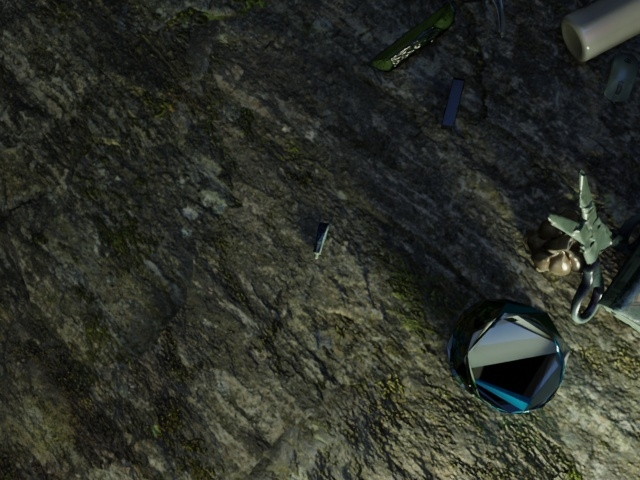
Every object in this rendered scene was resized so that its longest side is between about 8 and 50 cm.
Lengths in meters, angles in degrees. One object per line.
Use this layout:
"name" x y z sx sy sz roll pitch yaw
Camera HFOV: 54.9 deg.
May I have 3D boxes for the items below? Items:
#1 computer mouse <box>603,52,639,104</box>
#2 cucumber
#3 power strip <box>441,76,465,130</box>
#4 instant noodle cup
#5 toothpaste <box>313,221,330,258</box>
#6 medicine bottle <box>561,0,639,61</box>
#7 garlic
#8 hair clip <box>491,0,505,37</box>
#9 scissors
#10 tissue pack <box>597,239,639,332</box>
"computer mouse" 0.618 -0.334 1.262 0.056 0.032 0.110 16 90 11
"cucumber" 0.210 -0.433 1.323 0.220 0.070 0.046 -37 112 8
"power strip" 0.282 -0.291 1.315 0.029 0.038 0.111 14 89 11
"instant noodle cup" 0.368 0.230 1.207 0.240 0.178 0.240 0 88 9
"toothpaste" 0.000 0.000 1.361 0.027 0.019 0.083 12 86 27
"medicine bottle" 0.592 -0.447 1.236 0.186 0.103 0.103 -27 83 7
"garlic" 0.471 0.001 1.196 0.127 0.194 0.131 -9 78 11
"hair clip" 0.373 -0.490 1.315 0.039 0.030 0.115 -11 83 28
"scissors" 0.494 0.002 1.119 0.029 0.383 0.256 36 93 43
"tissue pack" 0.721 0.059 1.176 0.228 0.103 0.316 33 94 -6
